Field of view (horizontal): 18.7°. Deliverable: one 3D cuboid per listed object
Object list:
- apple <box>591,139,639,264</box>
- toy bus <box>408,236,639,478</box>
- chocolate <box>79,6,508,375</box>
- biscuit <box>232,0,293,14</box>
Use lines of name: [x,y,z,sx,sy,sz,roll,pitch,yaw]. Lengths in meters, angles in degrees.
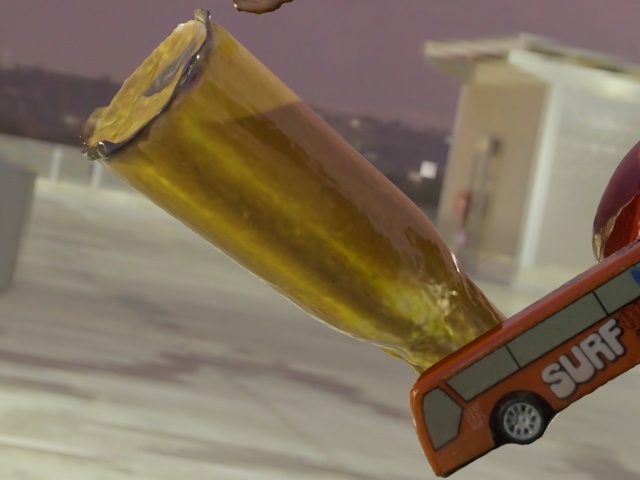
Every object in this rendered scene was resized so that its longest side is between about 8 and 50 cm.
apple: [0.355,-0.008,1.725,0.218,0.201,0.218,45,-4,4]
toy bus: [0.248,0.051,1.496,0.409,0.092,0.093,-33,-1,13]
chocolate: [0.000,0.000,1.685,0.445,0.162,0.162,40,-11,-23]
biscuit: [-0.009,-0.332,1.703,0.237,0.232,0.013,-31,-29,7]
